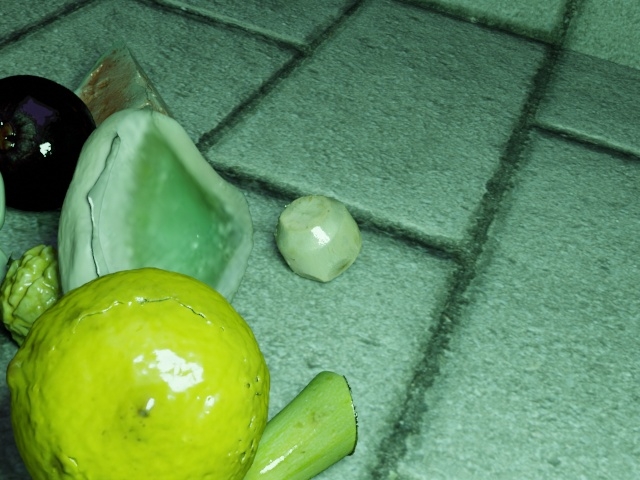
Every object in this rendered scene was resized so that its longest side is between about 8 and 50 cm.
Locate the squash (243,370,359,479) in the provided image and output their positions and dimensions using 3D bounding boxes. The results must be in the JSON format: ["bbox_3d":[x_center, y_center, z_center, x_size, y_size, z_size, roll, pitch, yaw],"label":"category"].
[{"bbox_3d":[-0.049,0.324,1.234,0.137,0.137,0.287,32,47,25],"label":"squash"}]

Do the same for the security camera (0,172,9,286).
[{"bbox_3d":[-0.626,0.001,1.470,0.157,0.080,0.301,-2,73,-21],"label":"security camera"}]

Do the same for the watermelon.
[{"bbox_3d":[-0.438,-0.328,1.921,0.224,0.180,0.305,0,39,-31],"label":"watermelon"}]

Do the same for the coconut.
[{"bbox_3d":[-0.003,0.000,1.636,0.161,0.162,0.161,-14,40,12],"label":"coconut"}]

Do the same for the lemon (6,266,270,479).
[{"bbox_3d":[-0.238,0.211,1.124,0.350,0.387,0.349,2,81,-10],"label":"lemon"}]

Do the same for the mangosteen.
[{"bbox_3d":[-0.558,-0.189,1.681,0.275,0.274,0.302,20,2,11],"label":"mangosteen"}]

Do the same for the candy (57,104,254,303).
[{"bbox_3d":[-0.290,0.007,1.419,0.186,0.386,0.426,-19,39,31],"label":"candy"}]

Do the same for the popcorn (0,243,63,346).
[{"bbox_3d":[-0.467,0.083,1.400,0.142,0.173,0.173,7,36,-18],"label":"popcorn"}]
